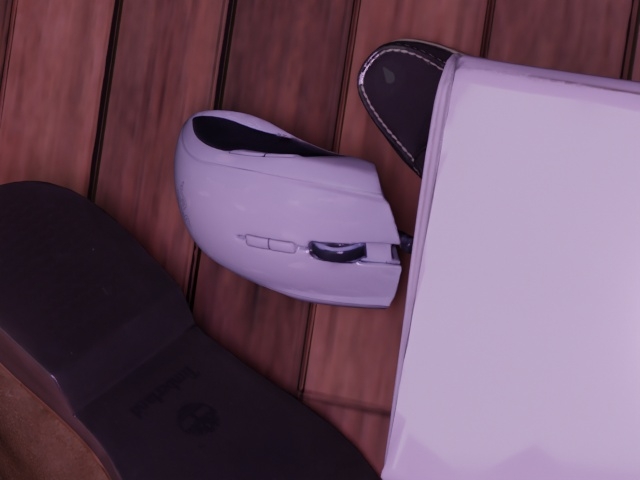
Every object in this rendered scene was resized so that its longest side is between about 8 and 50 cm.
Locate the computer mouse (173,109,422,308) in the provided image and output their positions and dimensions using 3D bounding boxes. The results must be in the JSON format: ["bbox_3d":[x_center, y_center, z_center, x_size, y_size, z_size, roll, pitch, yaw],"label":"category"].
[{"bbox_3d":[0.000,0.000,0.641,0.193,0.042,0.106,19,128,38],"label":"computer mouse"}]

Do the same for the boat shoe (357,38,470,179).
[{"bbox_3d":[0.070,-0.031,0.625,0.152,0.049,0.056,41,103,21],"label":"boat shoe"}]

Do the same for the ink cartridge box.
[{"bbox_3d":[0.181,0.034,0.449,0.283,0.207,0.117,11,92,18],"label":"ink cartridge box"}]

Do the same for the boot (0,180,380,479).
[{"bbox_3d":[-0.060,0.118,0.679,0.305,0.112,0.115,49,139,17],"label":"boot"}]
